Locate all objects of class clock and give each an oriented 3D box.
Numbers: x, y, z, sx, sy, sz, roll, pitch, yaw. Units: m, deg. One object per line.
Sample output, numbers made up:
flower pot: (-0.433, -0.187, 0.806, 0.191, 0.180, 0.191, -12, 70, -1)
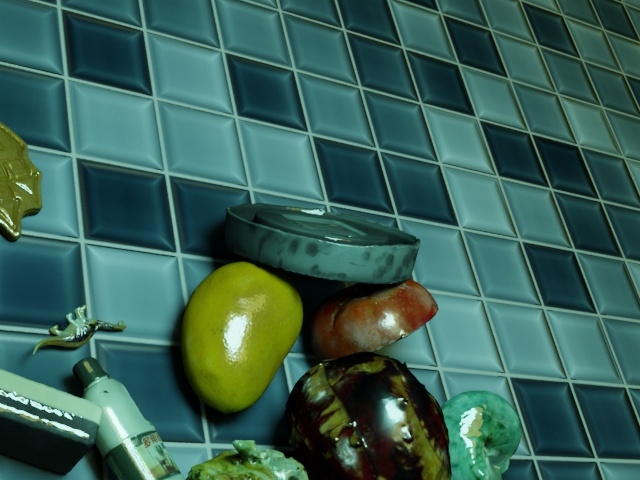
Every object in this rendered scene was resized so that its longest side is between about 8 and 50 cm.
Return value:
clock: (0.000, 0.000, 1.747, 0.325, 0.067, 0.325, 10, 9, -2)

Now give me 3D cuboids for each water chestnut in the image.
water chestnut: (0.057, 0.310, 1.583, 0.300, 0.300, 0.300, 21, 47, -24)

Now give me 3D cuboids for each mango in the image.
mango: (-0.128, 0.136, 1.632, 0.175, 0.139, 0.254, 34, 49, -2)

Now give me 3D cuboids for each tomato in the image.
tomato: (0.081, 0.116, 1.744, 0.225, 0.225, 0.085, -28, 101, -47)

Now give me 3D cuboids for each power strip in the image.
power strip: (-0.416, 0.215, 1.364, 0.257, 0.105, 0.070, 24, 44, -22)

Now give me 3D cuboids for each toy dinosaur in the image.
toy dinosaur: (-0.356, 0.125, 1.535, 0.180, 0.037, 0.058, -21, 67, -46)

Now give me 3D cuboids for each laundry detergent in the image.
laundry detergent: (-0.273, 0.261, 1.465, 0.225, 0.070, 0.099, 56, 27, 13)

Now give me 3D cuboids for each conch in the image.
conch: (0.255, 0.345, 1.777, 0.202, 0.134, 0.196, -30, 119, -53)

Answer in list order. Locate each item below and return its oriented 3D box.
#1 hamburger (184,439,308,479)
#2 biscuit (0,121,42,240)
hamburger: (-0.123, 0.396, 1.395, 0.168, 0.192, 0.288, 3, 96, -31)
biscuit: (-0.500, -0.093, 1.597, 0.182, 0.034, 0.215, -20, 71, -45)
